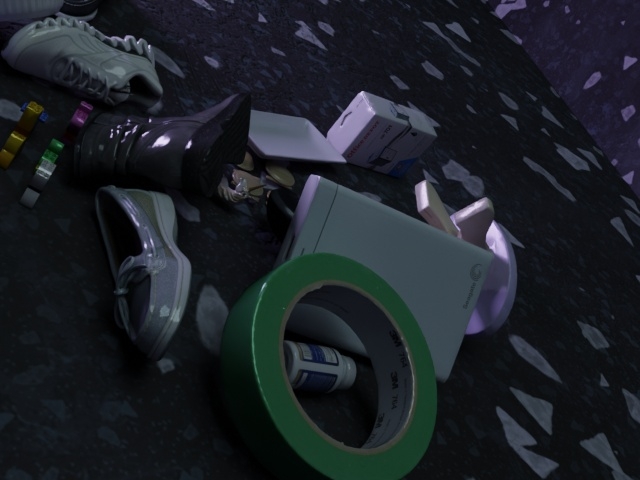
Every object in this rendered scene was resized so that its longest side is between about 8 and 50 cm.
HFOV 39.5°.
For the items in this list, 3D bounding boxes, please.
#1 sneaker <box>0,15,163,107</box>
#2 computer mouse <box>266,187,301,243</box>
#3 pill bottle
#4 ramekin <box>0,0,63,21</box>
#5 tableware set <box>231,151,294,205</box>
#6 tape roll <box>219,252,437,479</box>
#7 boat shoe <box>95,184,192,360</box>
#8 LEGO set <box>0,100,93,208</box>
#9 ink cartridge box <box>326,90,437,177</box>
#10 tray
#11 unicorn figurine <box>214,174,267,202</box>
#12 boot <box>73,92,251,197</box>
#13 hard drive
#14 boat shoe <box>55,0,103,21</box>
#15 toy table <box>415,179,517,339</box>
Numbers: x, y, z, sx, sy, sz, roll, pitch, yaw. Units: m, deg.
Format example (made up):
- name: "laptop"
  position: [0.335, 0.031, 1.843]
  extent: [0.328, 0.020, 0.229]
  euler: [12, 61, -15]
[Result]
- name: "sneaker"
  position: [-0.381, -0.287, 1.478]
  extent: [0.292, 0.110, 0.118]
  euler: [-1, 57, -49]
- name: "computer mouse"
  position: [0.000, 0.000, 1.544]
  extent: [0.272, 0.072, 0.188]
  euler: [27, 22, -40]
- name: "pill bottle"
  position: [-0.010, 0.183, 1.275]
  extent: [0.120, 0.067, 0.067]
  euler: [15, 37, -36]
- name: "ramekin"
  position: [-0.506, -0.411, 1.414]
  extent: [0.207, 0.109, 0.207]
  euler: [-2, 20, 1]
- name: "tableware set"
  position: [-0.105, -0.110, 1.622]
  extent: [0.141, 0.020, 0.169]
  euler: [27, 30, -25]
- name: "tape roll"
  position: [0.018, 0.176, 1.199]
  extent: [0.321, 0.077, 0.321]
  euler: [20, 56, -33]
- name: "boat shoe"
  position: [-0.242, 0.033, 1.180]
  extent: [0.103, 0.118, 0.320]
  euler: [16, 32, -26]
- name: "LEGO set"
  position: [-0.397, -0.156, 1.277]
  extent: [0.087, 0.093, 0.227]
  euler: [30, 31, -16]
- name: "ink cartridge box"
  position: [0.132, -0.225, 1.928]
  extent: [0.190, 0.139, 0.082]
  euler: [11, 42, -39]
- name: "tray"
  position: [-0.070, -0.197, 1.752]
  extent: [0.145, 0.030, 0.270]
  euler: [50, 27, 23]
- name: "unicorn figurine"
  position: [-0.186, -0.107, 1.497]
  extent: [0.162, 0.060, 0.111]
  euler: [0, 43, -24]
- name: "boot"
  position: [-0.241, -0.173, 1.410]
  extent: [0.222, 0.118, 0.338]
  euler: [9, 20, 8]
- name: "hard drive"
  position: [0.095, 0.069, 1.409]
  extent: [0.353, 0.233, 0.047]
  euler: [22, -2, -28]
- name: "boat shoe"
  position: [-0.445, -0.505, 1.709]
  extent: [0.114, 0.091, 0.302]
  euler: [32, 30, -13]
- name: "toy table"
  position: [0.240, 0.027, 1.622]
  extent: [0.161, 0.252, 0.274]
  euler: [35, 26, -37]
